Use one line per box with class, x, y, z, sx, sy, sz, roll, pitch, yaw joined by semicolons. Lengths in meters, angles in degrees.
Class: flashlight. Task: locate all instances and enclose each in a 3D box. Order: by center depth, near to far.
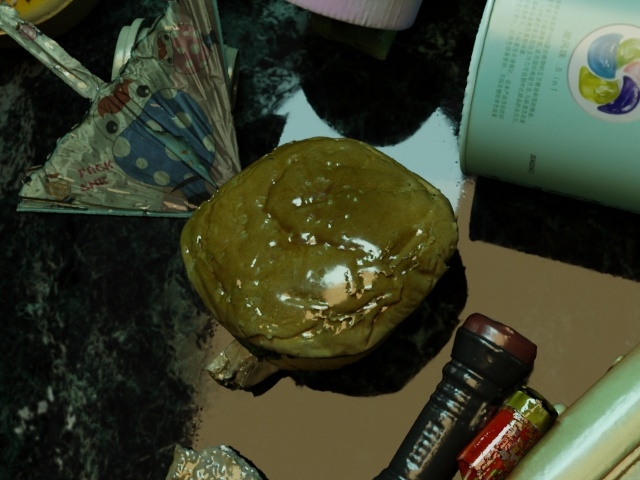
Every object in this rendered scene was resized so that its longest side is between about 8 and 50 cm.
flashlight;0.134;0.190;1.109;0.093;0.093;0.232;29;85;16

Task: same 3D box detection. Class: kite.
kite;-0.215;-0.143;1.207;0.368;0.014;0.406;40;119;-12

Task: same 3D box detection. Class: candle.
candle;0.177;0.206;1.064;0.052;0.052;0.130;41;78;17

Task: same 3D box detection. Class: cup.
cup;-0.168;-0.191;1.254;0.141;0.120;0.120;10;77;-2

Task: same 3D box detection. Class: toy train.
toy train;0.290;0.229;1.067;0.285;0.116;0.177;-42;61;-2

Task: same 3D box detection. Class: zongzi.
zongzi;0.052;-0.281;1.267;0.109;0.055;0.119;22;69;16

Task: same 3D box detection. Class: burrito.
burrito;-0.020;0.103;1.172;0.229;0.063;0.058;-22;111;2

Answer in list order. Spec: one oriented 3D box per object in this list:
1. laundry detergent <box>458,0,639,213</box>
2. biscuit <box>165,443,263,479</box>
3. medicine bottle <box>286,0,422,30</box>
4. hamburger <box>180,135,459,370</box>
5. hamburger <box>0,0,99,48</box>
laundry detergent;0.321;-0.167;1.066;0.305;0.287;0.287;14;79;13
biscuit;-0.071;0.337;1.132;0.290;0.038;0.141;39;86;18
medicine bottle;0.067;-0.427;1.081;0.219;0.219;0.388;28;114;15
hamburger;-0.002;0.001;1.111;0.265;0.134;0.285;-43;55;-11
hamburger;-0.394;-0.377;1.302;0.300;0.176;0.300;-2;75;8
